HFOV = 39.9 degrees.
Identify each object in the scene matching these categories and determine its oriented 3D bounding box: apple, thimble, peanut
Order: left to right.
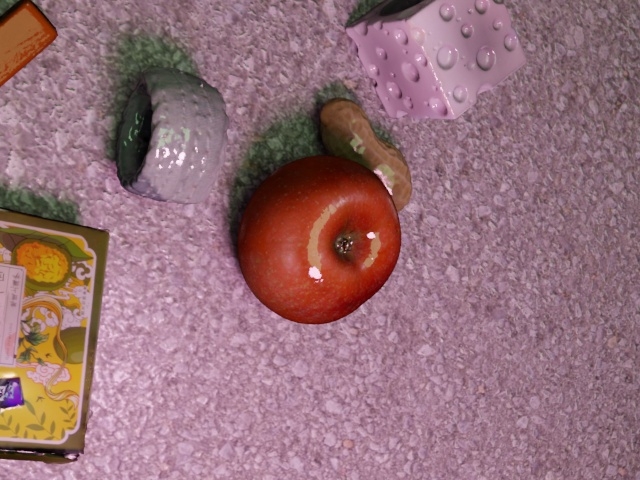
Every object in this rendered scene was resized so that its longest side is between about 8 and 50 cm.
[{"bbox_3d":[-0.271,-0.195,1.648,0.172,0.205,0.250,9,87,-32],"label":"thimble"},{"bbox_3d":[0.000,0.000,1.794,0.349,0.277,0.348,-4,98,-31],"label":"apple"},{"bbox_3d":[0.100,-0.187,1.924,0.298,0.120,0.136,49,48,-25],"label":"peanut"}]

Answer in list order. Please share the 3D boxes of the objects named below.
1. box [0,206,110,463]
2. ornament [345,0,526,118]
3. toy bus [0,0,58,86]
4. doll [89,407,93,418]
[{"bbox_3d":[-0.571,0.148,1.484,0.373,0.138,0.420,14,70,-31],"label":"box"},{"bbox_3d":[0.249,-0.425,1.908,0.239,0.240,0.239,-38,115,-21],"label":"ornament"},{"bbox_3d":[-0.619,-0.257,1.499,0.409,0.092,0.093,-48,119,-16],"label":"toy bus"},{"bbox_3d":[-0.584,0.300,1.578,0.365,0.094,0.160,14,59,-33],"label":"doll"}]
